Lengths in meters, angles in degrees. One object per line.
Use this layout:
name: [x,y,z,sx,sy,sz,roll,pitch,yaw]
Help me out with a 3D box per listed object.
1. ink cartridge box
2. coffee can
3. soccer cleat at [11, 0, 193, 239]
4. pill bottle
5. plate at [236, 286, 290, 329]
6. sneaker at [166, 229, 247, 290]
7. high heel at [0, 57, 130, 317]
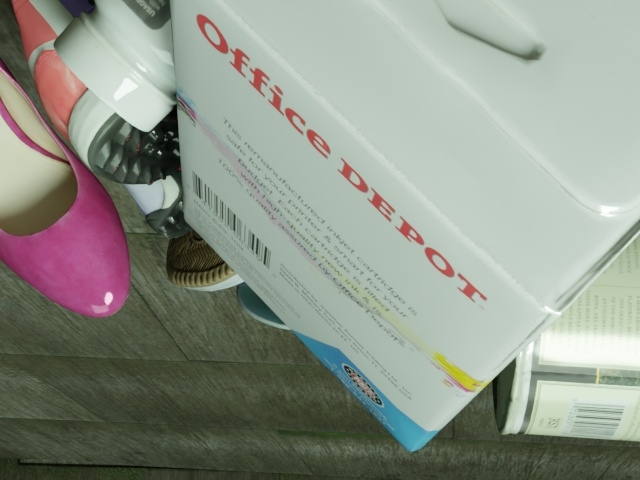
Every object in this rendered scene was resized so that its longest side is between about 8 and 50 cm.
ink cartridge box: [0.064,-0.054,0.517,0.198,0.197,0.270,45,162,11]
coffee can: [0.291,0.069,0.886,0.275,0.201,0.201,3,159,4]
soccer cleat: [-0.115,-0.084,0.735,0.108,0.116,0.318,-37,169,-1]
pill bottle: [-0.063,-0.124,0.531,0.137,0.078,0.078,-44,145,6]
plate: [0.019,0.045,0.947,0.188,0.188,0.024,0,114,10]
sneaker: [0.000,0.000,0.906,0.153,0.099,0.282,24,149,-38]
high heel: [-0.196,-0.062,0.641,0.082,0.244,0.117,-29,167,-6]
